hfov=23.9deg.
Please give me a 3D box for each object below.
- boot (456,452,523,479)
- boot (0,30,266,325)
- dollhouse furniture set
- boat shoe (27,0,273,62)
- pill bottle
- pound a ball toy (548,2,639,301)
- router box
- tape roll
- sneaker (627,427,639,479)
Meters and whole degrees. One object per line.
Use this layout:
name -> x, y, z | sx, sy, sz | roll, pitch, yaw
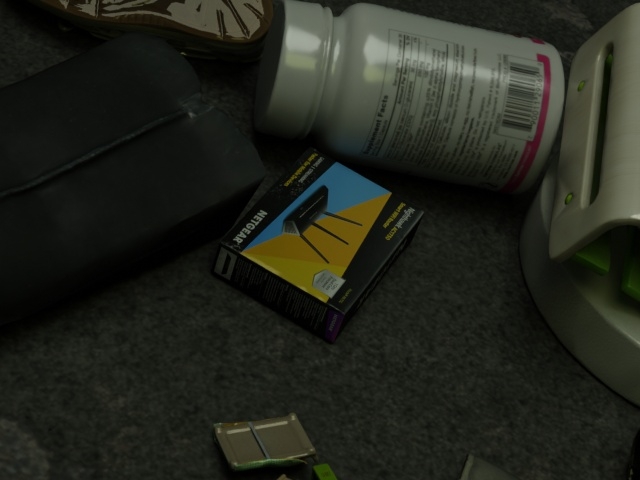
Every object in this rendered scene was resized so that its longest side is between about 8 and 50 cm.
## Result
boot -> 0.189, 0.267, 1.188 | 0.208, 0.076, 0.189 | 28, 28, -2
boot -> -0.305, -0.100, 1.274 | 0.445, 0.146, 0.367 | -28, 88, -36
dollhouse furniture set -> -0.031, 0.204, 1.206 | 0.076, 0.058, 0.152 | -8, 30, -18
boat shoe -> -0.192, -0.243, 1.569 | 0.285, 0.089, 0.104 | 18, 68, 1
pill bottle -> 0.085, -0.147, 1.509 | 0.283, 0.160, 0.160 | 11, 43, -11
pound a ball toy -> 0.347, -0.083, 1.422 | 0.208, 0.136, 0.319 | 30, 50, -18
router box -> 0.000, 0.000, 1.409 | 0.133, 0.046, 0.179 | 30, 43, 9
tape roll -> 0.391, 0.033, 1.509 | 0.392, 0.072, 0.392 | 11, 43, -11
sneaker -> 0.345, 0.137, 1.302 | 0.118, 0.083, 0.222 | 16, 86, -1
